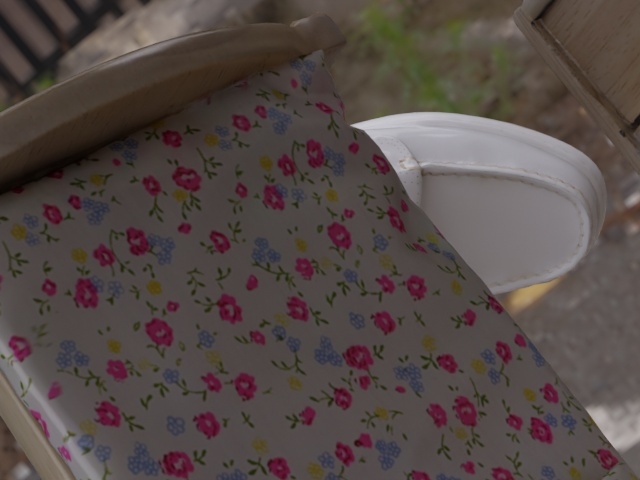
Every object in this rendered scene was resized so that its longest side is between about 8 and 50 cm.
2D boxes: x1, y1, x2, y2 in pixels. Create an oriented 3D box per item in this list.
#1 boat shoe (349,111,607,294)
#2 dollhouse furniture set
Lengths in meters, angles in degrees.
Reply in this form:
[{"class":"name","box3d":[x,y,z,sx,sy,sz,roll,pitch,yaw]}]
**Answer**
[{"class":"boat shoe","box3d":[0.000,0.000,0.907,0.277,0.098,0.096,-1,25,0]},{"class":"dollhouse furniture set","box3d":[0.015,-0.038,0.435,0.355,0.303,0.174,-26,-17,-37]}]
